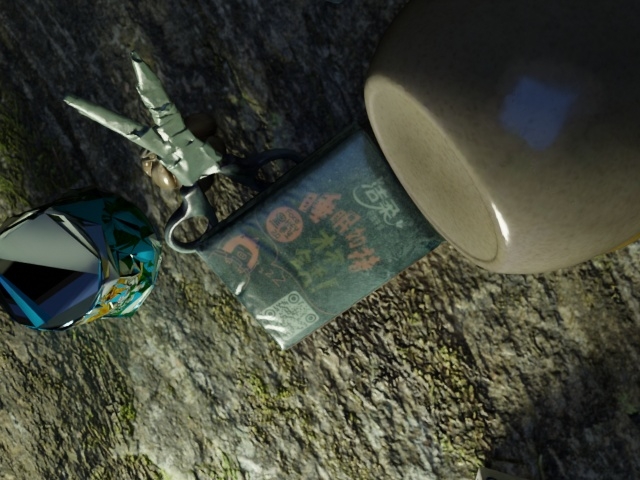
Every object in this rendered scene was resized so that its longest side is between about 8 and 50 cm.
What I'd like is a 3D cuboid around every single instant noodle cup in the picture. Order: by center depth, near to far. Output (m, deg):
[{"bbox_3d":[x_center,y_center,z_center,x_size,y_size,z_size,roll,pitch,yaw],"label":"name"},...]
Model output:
[{"bbox_3d":[-0.391,0.034,0.970,0.240,0.178,0.240,1,98,4],"label":"instant noodle cup"}]

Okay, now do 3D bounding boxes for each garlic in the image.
[{"bbox_3d":[-0.215,-0.139,0.928,0.127,0.194,0.131,13,90,5],"label":"garlic"}]

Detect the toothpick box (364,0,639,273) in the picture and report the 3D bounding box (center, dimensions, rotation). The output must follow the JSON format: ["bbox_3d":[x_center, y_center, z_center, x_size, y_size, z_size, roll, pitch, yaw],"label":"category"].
[{"bbox_3d":[0.305,-0.195,0.759,0.425,0.409,0.409,-35,93,-5],"label":"toothpick box"}]

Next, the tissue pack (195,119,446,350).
[{"bbox_3d":[0.000,0.000,0.953,0.315,0.103,0.228,-35,108,9],"label":"tissue pack"}]

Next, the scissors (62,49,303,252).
[{"bbox_3d":[-0.189,-0.114,0.856,0.256,0.383,0.029,-34,59,7],"label":"scissors"}]

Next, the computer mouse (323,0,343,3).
[{"bbox_3d":[0.035,-0.414,0.945,0.056,0.032,0.110,37,99,0],"label":"computer mouse"}]

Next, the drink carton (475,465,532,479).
[{"bbox_3d":[0.397,0.483,0.999,0.315,0.106,0.131,13,97,5],"label":"drink carton"}]
